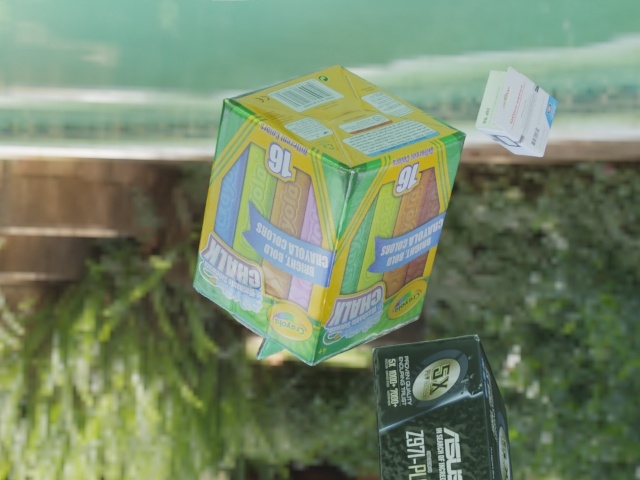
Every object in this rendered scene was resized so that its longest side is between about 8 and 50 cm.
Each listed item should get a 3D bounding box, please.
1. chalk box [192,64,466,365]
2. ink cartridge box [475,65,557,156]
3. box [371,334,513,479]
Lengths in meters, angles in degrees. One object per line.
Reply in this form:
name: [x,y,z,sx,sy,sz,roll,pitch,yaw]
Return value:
chalk box: [0.000,0.000,1.198,0.132,0.213,0.132,31,-145,32]
ink cartridge box: [0.147,-0.100,1.234,0.028,0.048,0.083,10,170,36]
box: [0.092,0.178,1.128,0.077,0.180,0.147,-8,153,11]
